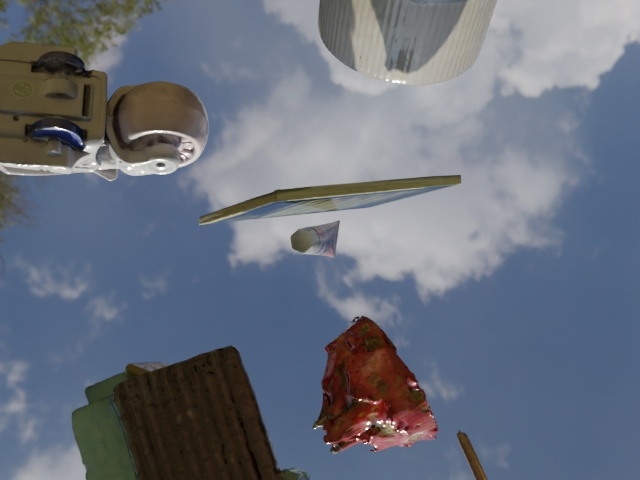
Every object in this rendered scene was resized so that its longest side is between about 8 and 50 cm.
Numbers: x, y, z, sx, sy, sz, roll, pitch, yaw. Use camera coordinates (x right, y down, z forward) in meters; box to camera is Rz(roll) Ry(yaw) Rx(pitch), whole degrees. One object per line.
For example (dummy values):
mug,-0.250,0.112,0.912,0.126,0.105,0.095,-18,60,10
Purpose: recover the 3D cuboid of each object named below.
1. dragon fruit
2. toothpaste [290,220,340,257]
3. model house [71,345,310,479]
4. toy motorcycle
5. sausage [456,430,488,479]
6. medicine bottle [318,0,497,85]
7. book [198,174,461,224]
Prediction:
dragon fruit,0.036,0.161,0.887,0.111,0.153,0.153,-28,-129,-13
toothpaste,0.000,0.000,1.436,0.043,0.194,0.067,8,-86,18
model house,-0.139,0.270,1.106,0.249,0.230,0.280,-24,-104,18
toy motorcycle,-0.215,-0.088,0.661,0.254,0.112,0.112,3,-131,-14
sausage,0.191,0.276,1.065,0.015,0.015,0.100,-19,-137,-2
medicine bottle,0.108,-0.357,0.819,0.224,0.384,0.224,4,-132,-5
book,0.013,-0.059,1.251,0.322,0.228,0.018,-8,-93,-35
